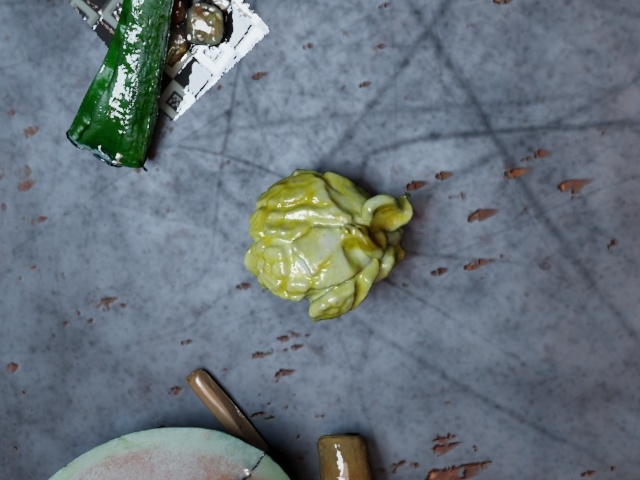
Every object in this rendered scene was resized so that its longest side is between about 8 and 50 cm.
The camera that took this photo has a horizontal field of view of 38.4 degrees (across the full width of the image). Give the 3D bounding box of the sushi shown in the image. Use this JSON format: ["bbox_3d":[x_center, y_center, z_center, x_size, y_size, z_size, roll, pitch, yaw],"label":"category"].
[{"bbox_3d":[-0.165,-0.232,0.884,0.139,0.031,0.201,-41,93,15],"label":"sushi"}]

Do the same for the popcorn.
[{"bbox_3d":[0.000,0.000,0.853,0.135,0.141,0.162,54,143,-6],"label":"popcorn"}]

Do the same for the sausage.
[{"bbox_3d":[-0.098,0.182,0.961,0.026,0.026,0.116,-39,93,14],"label":"sausage"}]

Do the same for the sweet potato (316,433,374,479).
[{"bbox_3d":[0.048,0.384,0.940,0.109,0.109,0.385,1,95,9],"label":"sweet potato"}]

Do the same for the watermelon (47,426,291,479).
[{"bbox_3d":[-0.126,0.312,0.925,0.256,0.176,0.260,-25,129,25],"label":"watermelon"}]

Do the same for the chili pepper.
[{"bbox_3d":[-0.167,-0.178,0.861,0.088,0.059,0.226,28,115,4],"label":"chili pepper"}]
